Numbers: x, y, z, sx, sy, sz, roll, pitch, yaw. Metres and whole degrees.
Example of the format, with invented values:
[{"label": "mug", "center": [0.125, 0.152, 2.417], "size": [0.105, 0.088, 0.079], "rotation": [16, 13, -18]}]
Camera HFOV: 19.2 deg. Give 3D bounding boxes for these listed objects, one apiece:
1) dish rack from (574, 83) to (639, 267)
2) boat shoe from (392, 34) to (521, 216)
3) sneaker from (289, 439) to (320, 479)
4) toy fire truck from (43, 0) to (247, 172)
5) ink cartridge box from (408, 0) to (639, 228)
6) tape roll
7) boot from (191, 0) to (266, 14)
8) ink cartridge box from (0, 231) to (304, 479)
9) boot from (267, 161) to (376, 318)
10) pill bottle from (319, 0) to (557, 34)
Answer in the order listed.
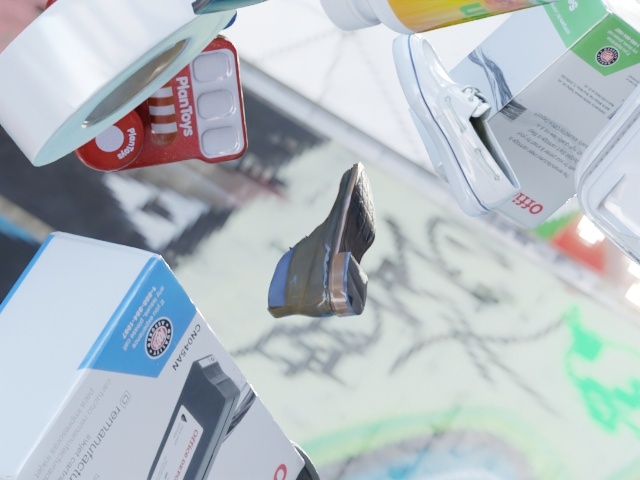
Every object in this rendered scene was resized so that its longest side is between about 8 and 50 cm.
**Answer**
[{"label": "dish rack", "center": [0.414, -0.027, 1.780], "size": [0.285, 0.333, 0.072], "rotation": [-53, -9, 35]}, {"label": "boat shoe", "center": [0.160, -0.142, 2.142], "size": [0.076, 0.226, 0.083], "rotation": [-25, 2, 27]}, {"label": "sneaker", "center": [-0.086, 0.396, 2.333], "size": [0.139, 0.125, 0.341], "rotation": [-42, -32, -58]}, {"label": "toy fire truck", "center": [-0.232, -0.239, 2.563], "size": [0.169, 0.254, 0.302], "rotation": [-128, 31, -64]}, {"label": "ink cartridge box", "center": [0.283, -0.173, 2.304], "size": [0.289, 0.121, 0.211], "rotation": [-41, -44, 21]}, {"label": "tape roll", "center": [-0.223, -0.204, 2.007], "size": [0.286, 0.100, 0.286], "rotation": [-39, -2, -1]}, {"label": "boot", "center": [-0.080, -0.348, 1.701], "size": [0.091, 0.229, 0.263], "rotation": [-14, -17, -29]}, {"label": "ink cartridge box", "center": [-0.212, 0.229, 2.012], "size": [0.285, 0.166, 0.395], "rotation": [-59, -40, -26]}, {"label": "boot", "center": [0.000, 0.000, 2.162], "size": [0.219, 0.106, 0.082], "rotation": [-80, -28, -42]}, {"label": "pill bottle", "center": [0.121, -0.280, 1.876], "size": [0.136, 0.245, 0.136], "rotation": [22, -117, -54]}]
